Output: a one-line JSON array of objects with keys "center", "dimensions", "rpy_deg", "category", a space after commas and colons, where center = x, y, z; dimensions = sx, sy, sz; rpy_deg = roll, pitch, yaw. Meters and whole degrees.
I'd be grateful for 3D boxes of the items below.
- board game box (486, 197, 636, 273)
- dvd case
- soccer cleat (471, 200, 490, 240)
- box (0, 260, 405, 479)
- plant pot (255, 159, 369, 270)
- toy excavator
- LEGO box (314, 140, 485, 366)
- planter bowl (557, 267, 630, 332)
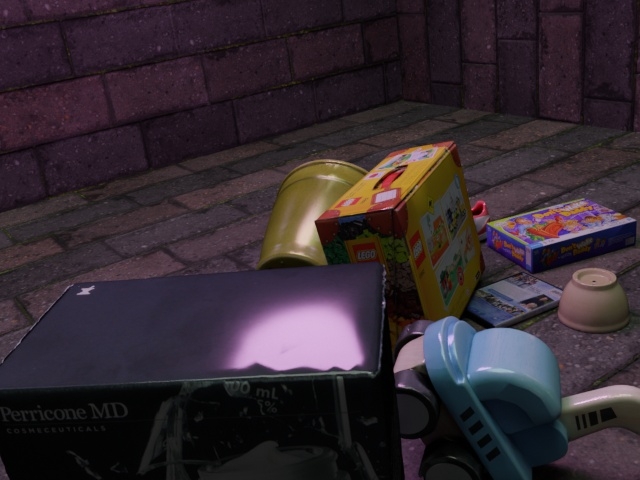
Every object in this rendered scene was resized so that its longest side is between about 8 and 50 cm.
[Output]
[{"center": [0.697, -0.020, 2.042], "dimensions": [0.347, 0.078, 0.233], "rpy_deg": [-14, 23, -16], "category": "board game box"}, {"center": [0.479, 0.150, 1.773], "dimensions": [0.253, 0.022, 0.180], "rpy_deg": [-17, 23, -22], "category": "dvd case"}, {"center": [0.379, -0.029, 2.114], "dimensions": [0.318, 0.116, 0.108], "rpy_deg": [-18, 24, -24], "category": "soccer cleat"}, {"center": [-0.126, 0.310, 0.985], "dimensions": [0.480, 0.471, 0.297], "rpy_deg": [-5, 22, 8], "category": "box"}, {"center": [-0.005, 0.030, 1.849], "dimensions": [0.366, 0.366, 0.353], "rpy_deg": [1, 35, 20], "category": "plant pot"}, {"center": [0.378, 0.286, 1.165], "dimensions": [0.445, 0.433, 0.222], "rpy_deg": [-28, 12, 28], "category": "toy excavator"}, {"center": [0.218, 0.016, 1.689], "dimensions": [0.193, 0.372, 0.500], "rpy_deg": [-8, 19, 29], "category": "LEGO box"}, {"center": [0.645, 0.132, 1.650], "dimensions": [0.162, 0.109, 0.162], "rpy_deg": [-6, 23, 2], "category": "planter bowl"}]
